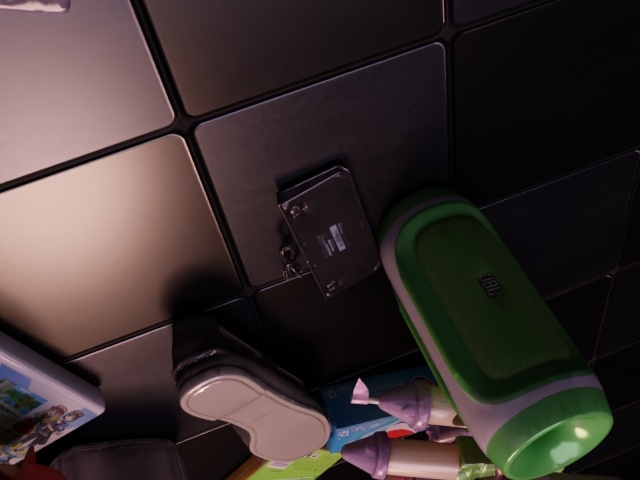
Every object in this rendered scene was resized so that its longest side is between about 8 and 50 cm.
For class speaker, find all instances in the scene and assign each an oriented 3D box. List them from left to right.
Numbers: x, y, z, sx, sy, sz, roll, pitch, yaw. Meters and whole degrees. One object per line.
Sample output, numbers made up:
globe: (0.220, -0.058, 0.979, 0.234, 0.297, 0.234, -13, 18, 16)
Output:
speaker: (0.162, 0.081, 0.757, 0.131, 0.296, 0.131, -14, 139, -13)

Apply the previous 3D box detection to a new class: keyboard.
keyboard: (0.000, 0.000, 0.804, 0.108, 0.023, 0.180, -30, 139, -4)

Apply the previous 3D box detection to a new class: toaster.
toaster: (-0.247, 0.340, 0.947, 0.227, 0.146, 0.129, 1, 134, -27)

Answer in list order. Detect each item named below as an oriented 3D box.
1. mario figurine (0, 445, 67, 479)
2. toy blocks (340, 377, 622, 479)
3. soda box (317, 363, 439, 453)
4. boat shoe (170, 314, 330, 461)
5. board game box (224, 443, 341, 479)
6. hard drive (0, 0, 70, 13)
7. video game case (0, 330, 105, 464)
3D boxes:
mario figurine: (-0.413, 0.234, 0.747, 0.320, 0.170, 0.198, 15, 162, -25)
toy blocks: (0.144, 0.257, 0.887, 0.260, 0.309, 0.289, 6, 126, -6)
soda box: (0.103, 0.234, 1.068, 0.210, 0.071, 0.067, -9, 137, -19)
boat shoe: (-0.077, 0.186, 0.928, 0.112, 0.095, 0.335, -27, 145, 7)
board game box: (-0.092, 0.382, 1.158, 0.124, 0.039, 0.259, 22, 119, -41)
hard drive: (-0.257, -0.223, 0.405, 0.254, 0.054, 0.172, 2, 133, -29)
video game case: (-0.440, 0.174, 0.758, 0.300, 0.036, 0.329, -30, 139, 6)
